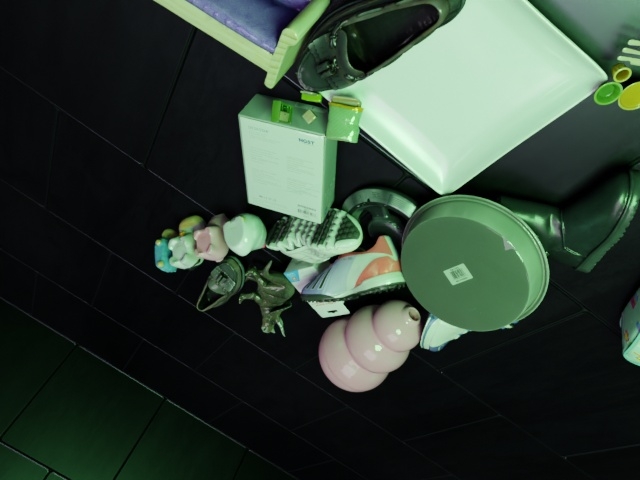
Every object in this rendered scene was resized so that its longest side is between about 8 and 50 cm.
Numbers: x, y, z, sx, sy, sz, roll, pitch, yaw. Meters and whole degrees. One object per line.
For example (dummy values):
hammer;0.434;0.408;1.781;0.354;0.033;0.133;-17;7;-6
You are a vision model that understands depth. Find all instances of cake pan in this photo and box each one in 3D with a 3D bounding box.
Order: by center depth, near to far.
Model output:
cake pan;0.280;0.056;0.967;0.293;0.054;0.293;21;128;28

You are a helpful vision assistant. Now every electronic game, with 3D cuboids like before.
electronic game;0.149;-0.023;1.104;0.229;0.048;0.229;23;141;19

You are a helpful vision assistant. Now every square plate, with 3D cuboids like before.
square plate;0.200;-0.270;0.818;0.347;0.049;0.344;37;138;-11

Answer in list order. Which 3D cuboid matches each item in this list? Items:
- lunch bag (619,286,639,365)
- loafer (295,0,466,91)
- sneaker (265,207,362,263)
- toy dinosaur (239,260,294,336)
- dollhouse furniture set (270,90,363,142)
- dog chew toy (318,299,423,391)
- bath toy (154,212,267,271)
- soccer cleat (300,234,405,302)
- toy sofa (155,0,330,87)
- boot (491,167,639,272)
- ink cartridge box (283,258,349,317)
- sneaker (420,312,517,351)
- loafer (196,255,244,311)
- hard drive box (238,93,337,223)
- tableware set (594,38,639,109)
lunch bag;0.712;0.148;0.930;0.224;0.108;0.279;9;139;13
loafer;0.066;-0.300;0.748;0.302;0.095;0.109;-17;123;40
sneaker;0.000;0.000;1.165;0.292;0.110;0.118;-1;144;50
toy dinosaur;-0.135;0.129;1.396;0.160;0.121;0.313;17;136;-6
dollhouse furniture set;-0.005;-0.221;0.878;0.152;0.058;0.076;12;102;16
dog chew toy;0.138;0.262;1.303;0.207;0.206;0.332;36;133;-9
bath toy;-0.276;-0.003;1.305;0.348;0.151;0.129;-10;165;33
soccer cleat;0.064;0.078;1.164;0.109;0.116;0.318;0;167;-39
toy sofa;-0.170;-0.425;0.781;0.362;0.150;0.177;31;141;-4
boot;0.417;-0.044;0.899;0.207;0.094;0.246;14;144;10
ink cartridge box;0.002;0.120;1.326;0.104;0.061;0.181;-15;123;38
sneaker;0.345;0.165;1.135;0.182;0.127;0.315;20;138;12
loafer;-0.300;0.142;1.485;0.096;0.084;0.267;47;141;7
hard drive box;-0.063;-0.166;1.041;0.181;0.089;0.232;17;139;12
tableware set;0.475;-0.221;0.703;0.154;0.024;0.104;8;139;-6
